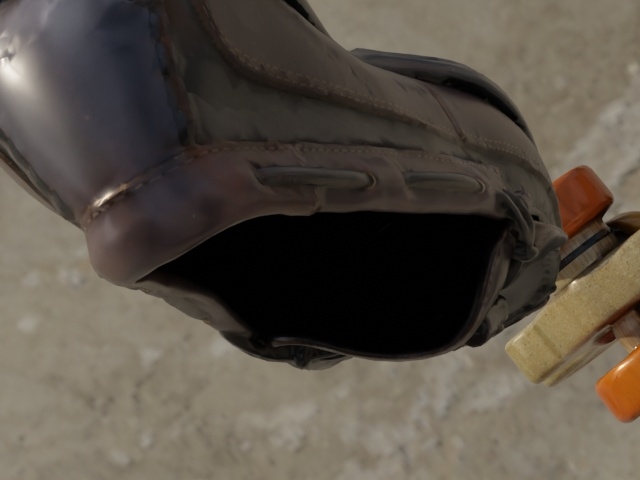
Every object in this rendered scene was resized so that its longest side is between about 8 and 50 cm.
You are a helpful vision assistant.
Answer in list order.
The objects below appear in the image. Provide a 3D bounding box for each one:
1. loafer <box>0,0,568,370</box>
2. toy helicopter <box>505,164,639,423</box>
[{"bbox_3d":[0.000,0.000,0.527,0.109,0.302,0.095,-33,65,14],"label":"loafer"},{"bbox_3d":[0.216,0.021,1.306,0.235,0.355,0.140,-36,81,-15],"label":"toy helicopter"}]
